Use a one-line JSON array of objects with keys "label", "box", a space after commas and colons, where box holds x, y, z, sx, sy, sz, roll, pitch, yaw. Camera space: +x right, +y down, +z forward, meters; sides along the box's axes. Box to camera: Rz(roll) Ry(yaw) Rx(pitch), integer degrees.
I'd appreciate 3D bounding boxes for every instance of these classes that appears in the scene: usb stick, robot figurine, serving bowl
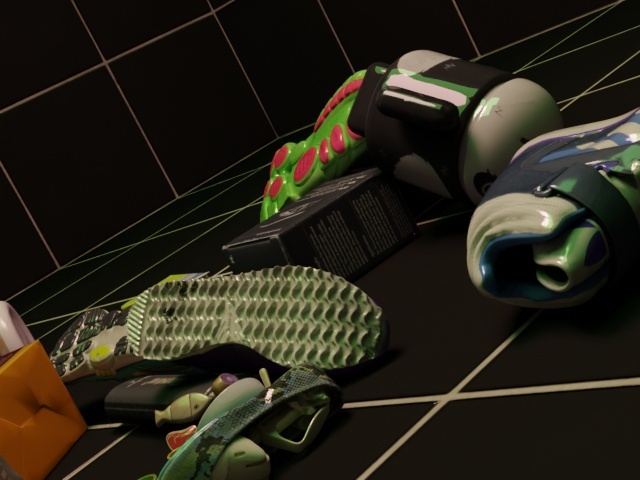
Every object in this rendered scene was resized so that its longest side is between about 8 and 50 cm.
[{"label": "usb stick", "box": [-0.158, 0.172, 1.229, 0.077, 0.045, 0.278, -34, 12, -30]}, {"label": "robot figurine", "box": [0.167, -0.137, 1.413, 0.278, 0.173, 0.209, 23, 42, 37]}, {"label": "serving bowl", "box": [-0.072, 0.164, 1.007, 0.027, 0.083, 0.083, 34, 50, 29]}]

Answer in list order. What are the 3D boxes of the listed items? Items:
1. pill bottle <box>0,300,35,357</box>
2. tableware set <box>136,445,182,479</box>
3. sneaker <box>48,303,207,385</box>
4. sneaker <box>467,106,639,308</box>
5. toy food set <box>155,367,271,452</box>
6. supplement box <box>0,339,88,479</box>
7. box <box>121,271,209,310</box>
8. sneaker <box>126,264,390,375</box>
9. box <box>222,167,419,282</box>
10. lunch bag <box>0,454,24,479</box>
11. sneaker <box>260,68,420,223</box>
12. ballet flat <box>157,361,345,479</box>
[{"label": "pill bottle", "box": [-0.531, 0.211, 1.606, 0.264, 0.153, 0.153, -29, 10, -8]}, {"label": "tableware set", "box": [-0.144, 0.224, 0.996, 0.104, 0.024, 0.154, -25, 10, 12]}, {"label": "sneaker", "box": [-0.250, 0.151, 1.416, 0.275, 0.110, 0.107, -11, 44, 41]}, {"label": "sneaker", "box": [0.275, -0.029, 0.952, 0.323, 0.130, 0.236, -15, 25, 33]}, {"label": "toy food set", "box": [-0.101, 0.167, 1.077, 0.122, 0.019, 0.078, -27, 54, 9]}, {"label": "supplement box", "box": [-0.414, 0.238, 1.323, 0.194, 0.129, 0.191, -24, 11, 16]}, {"label": "box", "box": [-0.249, 0.096, 1.860, 0.109, 0.042, 0.178, -33, 12, -26]}, {"label": "sneaker", "box": [-0.045, 0.092, 1.179, 0.293, 0.102, 0.146, 0, -15, 30]}, {"label": "box", "box": [0.000, 0.000, 1.508, 0.207, 0.108, 0.153, -34, 12, -30]}, {"label": "lunch bag", "box": [-0.446, 0.288, 1.023, 0.287, 0.169, 0.235, -26, 17, 13]}, {"label": "sneaker", "box": [0.043, -0.087, 1.752, 0.483, 0.202, 0.185, -34, 39, 60]}, {"label": "ballet flat", "box": [-0.050, 0.166, 0.950, 0.188, 0.070, 0.070, -37, 14, -34]}]
